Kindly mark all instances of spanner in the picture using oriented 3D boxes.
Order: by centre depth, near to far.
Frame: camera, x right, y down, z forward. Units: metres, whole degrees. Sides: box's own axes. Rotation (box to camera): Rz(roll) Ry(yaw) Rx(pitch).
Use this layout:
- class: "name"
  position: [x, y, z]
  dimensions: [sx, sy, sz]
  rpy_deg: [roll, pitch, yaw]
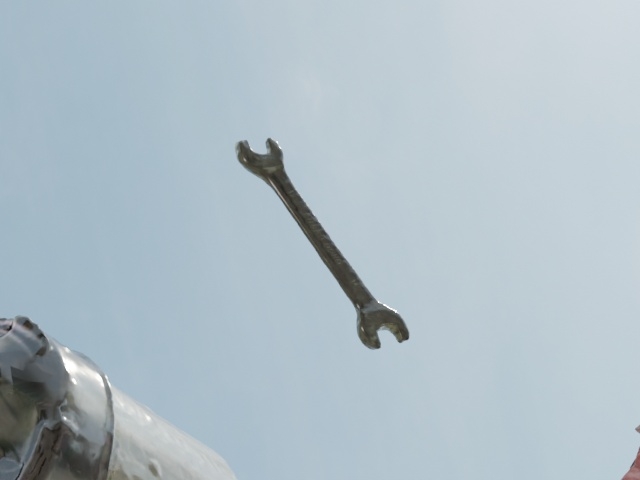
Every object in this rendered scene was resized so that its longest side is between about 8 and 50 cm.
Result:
- class: "spanner"
  position: [0.000, 0.000, 1.399]
  dimensions: [0.054, 0.015, 0.254]
  rpy_deg: [-29, -102, -34]

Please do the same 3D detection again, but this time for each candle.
- class: "candle"
  position: [-0.149, 0.199, 0.979]
  dimensions: [0.187, 0.187, 0.330]
  rpy_deg: [-42, -48, 6]

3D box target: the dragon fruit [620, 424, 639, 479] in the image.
- class: "dragon fruit"
  position: [0.330, 0.301, 1.054]
  dimensions: [0.343, 0.100, 0.282]
  rpy_deg: [32, -102, 17]
